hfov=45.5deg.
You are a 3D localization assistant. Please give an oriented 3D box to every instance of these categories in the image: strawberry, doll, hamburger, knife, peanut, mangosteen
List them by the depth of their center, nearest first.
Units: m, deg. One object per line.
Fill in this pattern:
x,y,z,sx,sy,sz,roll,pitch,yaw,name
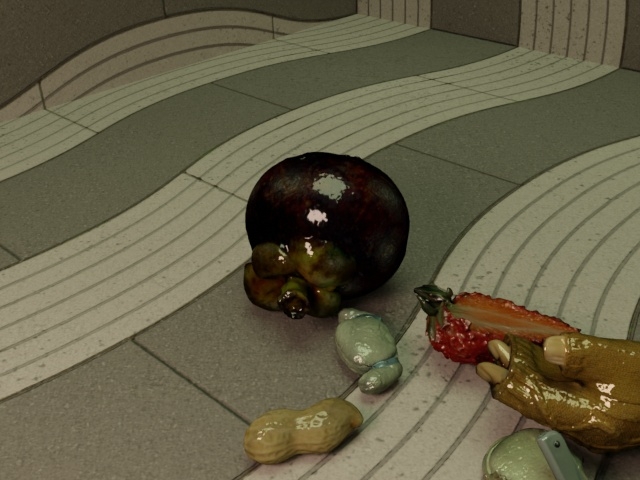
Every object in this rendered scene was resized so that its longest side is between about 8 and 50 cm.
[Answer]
0.336,0.322,0.993,0.044,0.023,0.162,-24,81,-24,knife
0.297,0.320,1.063,0.133,0.062,0.140,-9,34,-10,hamburger
-0.024,0.280,1.133,0.187,0.082,0.082,-10,32,-14,peanut
0.283,0.162,1.278,0.286,0.106,0.188,16,19,6,strawberry
0.078,0.180,1.298,0.104,0.071,0.214,-8,31,-10,doll
0.005,-0.012,1.428,0.330,0.330,0.330,-1,31,1,mangosteen

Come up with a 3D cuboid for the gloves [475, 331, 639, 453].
0.400,0.218,1.087,0.357,0.203,0.155,13,65,10,gloves
